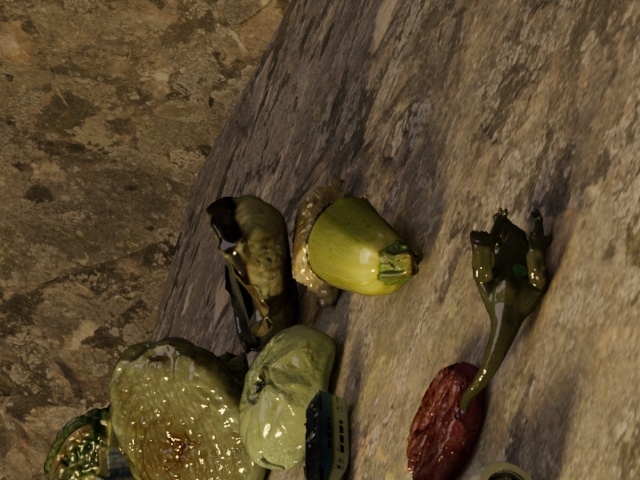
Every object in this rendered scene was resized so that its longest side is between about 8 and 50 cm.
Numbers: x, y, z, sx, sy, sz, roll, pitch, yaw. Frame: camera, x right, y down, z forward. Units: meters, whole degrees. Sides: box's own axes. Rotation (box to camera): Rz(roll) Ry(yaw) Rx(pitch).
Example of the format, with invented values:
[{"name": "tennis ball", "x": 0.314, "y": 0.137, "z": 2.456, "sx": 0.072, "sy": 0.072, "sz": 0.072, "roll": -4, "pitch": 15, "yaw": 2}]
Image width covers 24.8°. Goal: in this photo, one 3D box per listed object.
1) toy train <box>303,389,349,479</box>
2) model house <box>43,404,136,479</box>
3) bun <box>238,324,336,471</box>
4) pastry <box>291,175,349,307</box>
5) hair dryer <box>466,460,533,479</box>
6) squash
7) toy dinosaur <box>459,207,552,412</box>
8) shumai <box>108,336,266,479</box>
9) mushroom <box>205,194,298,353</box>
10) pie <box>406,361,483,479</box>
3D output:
[{"name": "toy train", "x": 0.008, "y": 0.298, "z": 1.905, "sx": 0.234, "sy": 0.051, "sz": 0.052, "roll": -92, "pitch": 24, "yaw": -52}, {"name": "model house", "x": -0.351, "y": 0.484, "z": 2.537, "sx": 0.266, "sy": 0.261, "sz": 0.321, "roll": -107, "pitch": 11, "yaw": -64}, {"name": "bun", "x": -0.056, "y": 0.225, "z": 2.159, "sx": 0.221, "sy": 0.108, "sz": 0.221, "roll": -160, "pitch": 90, "yaw": -79}, {"name": "pastry", "x": -0.001, "y": 0.004, "z": 2.347, "sx": 0.258, "sy": 0.089, "sz": 0.121, "roll": -86, "pitch": 7, "yaw": -60}, {"name": "hair dryer", "x": 0.135, "y": 0.321, "z": 1.273, "sx": 0.131, "sy": 0.073, "sz": 0.236, "roll": 126, "pitch": 158, "yaw": -48}, {"name": "squash", "x": 0.055, "y": 0.025, "z": 1.967, "sx": 0.287, "sy": 0.137, "sz": 0.137, "roll": -131, "pitch": 62, "yaw": -74}, {"name": "toy dinosaur", "x": 0.199, "y": 0.063, "z": 1.502, "sx": 0.187, "sy": 0.087, "sz": 0.179, "roll": -56, "pitch": -34, "yaw": -57}, {"name": "shumai", "x": -0.164, "y": 0.284, "z": 2.402, "sx": 0.263, "sy": 0.304, "sz": 0.309, "roll": -27, "pitch": -63, "yaw": -58}, {"name": "mushroom", "x": -0.099, "y": 0.054, "z": 2.417, "sx": 0.344, "sy": 0.130, "sz": 0.247, "roll": 79, "pitch": 169, "yaw": -51}, {"name": "pie", "x": 0.131, "y": 0.199, "z": 1.557, "sx": 0.154, "sy": 0.036, "sz": 0.154, "roll": -160, "pitch": 90, "yaw": -79}]
